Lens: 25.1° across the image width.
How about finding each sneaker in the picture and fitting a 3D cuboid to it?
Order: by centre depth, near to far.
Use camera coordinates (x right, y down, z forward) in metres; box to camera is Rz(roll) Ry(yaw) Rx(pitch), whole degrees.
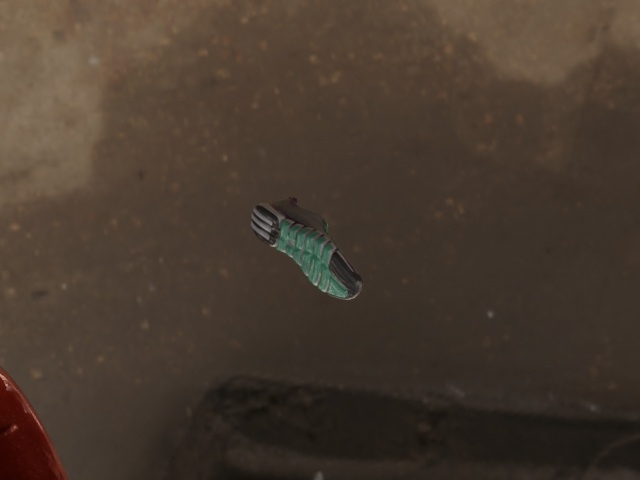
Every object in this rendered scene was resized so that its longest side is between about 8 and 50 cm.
[{"bbox_3d":[0.000,0.000,2.210,0.098,0.223,0.083,-27,146,-41],"label":"sneaker"}]

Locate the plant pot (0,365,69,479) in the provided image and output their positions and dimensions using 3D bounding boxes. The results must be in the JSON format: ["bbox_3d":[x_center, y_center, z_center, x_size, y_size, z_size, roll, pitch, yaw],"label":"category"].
[{"bbox_3d":[-0.381,0.286,1.333,0.265,0.272,0.272,-24,139,0],"label":"plant pot"}]
